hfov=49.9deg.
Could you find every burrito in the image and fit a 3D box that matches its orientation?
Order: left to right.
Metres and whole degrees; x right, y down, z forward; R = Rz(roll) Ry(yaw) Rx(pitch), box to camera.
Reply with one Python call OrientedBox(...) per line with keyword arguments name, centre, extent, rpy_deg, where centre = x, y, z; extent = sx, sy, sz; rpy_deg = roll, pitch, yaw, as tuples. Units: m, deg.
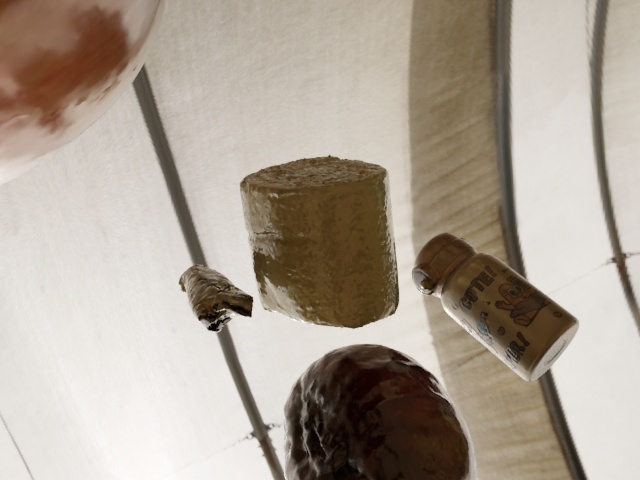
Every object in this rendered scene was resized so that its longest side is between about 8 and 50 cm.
OrientedBox(name="burrito", centre=(-0.102, 0.052, 0.653), extent=(0.051, 0.171, 0.042), rpy_deg=(3, -80, -18))

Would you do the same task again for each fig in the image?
OrientedBox(name="fig", centre=(0.064, 0.241, 0.743), extent=(0.224, 0.224, 0.263), rpy_deg=(-31, -54, -17))

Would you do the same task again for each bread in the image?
OrientedBox(name="bread", centre=(0.000, 0.000, 0.657), extent=(0.134, 0.148, 0.141), rpy_deg=(-15, -72, -20))

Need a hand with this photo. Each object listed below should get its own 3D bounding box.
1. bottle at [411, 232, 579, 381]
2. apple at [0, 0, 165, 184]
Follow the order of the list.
OrientedBox(name="bottle", centre=(0.204, 0.076, 0.860), extent=(0.110, 0.209, 0.097), rpy_deg=(-28, -36, -33))
OrientedBox(name="apple", centre=(-0.262, -0.201, 0.379), extent=(0.347, 0.391, 0.391), rpy_deg=(-23, -79, -24))
